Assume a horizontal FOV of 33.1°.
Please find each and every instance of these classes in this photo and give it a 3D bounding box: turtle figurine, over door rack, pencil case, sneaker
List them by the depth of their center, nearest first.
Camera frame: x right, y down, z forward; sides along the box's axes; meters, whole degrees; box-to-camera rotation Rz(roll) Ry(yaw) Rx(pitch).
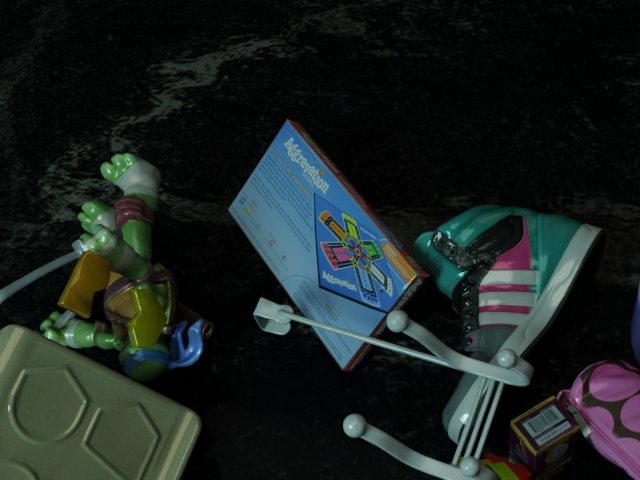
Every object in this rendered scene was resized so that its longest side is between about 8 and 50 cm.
[{"bbox_3d":[0.316,0.198,1.019,0.098,0.095,0.209,8,18,-28],"label":"pencil case"},{"bbox_3d":[0.013,0.184,1.034,0.324,0.108,0.240,9,64,34],"label":"over door rack"},{"bbox_3d":[0.165,0.069,1.159,0.178,0.124,0.295,24,60,26],"label":"sneaker"},{"bbox_3d":[-0.265,0.032,1.207,0.274,0.198,0.266,-7,46,-1],"label":"turtle figurine"}]

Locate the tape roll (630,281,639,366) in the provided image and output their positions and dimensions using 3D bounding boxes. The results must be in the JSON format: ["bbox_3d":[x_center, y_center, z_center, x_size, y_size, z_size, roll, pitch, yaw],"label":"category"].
[{"bbox_3d":[0.427,0.085,1.135,0.188,0.080,0.189,-4,51,6],"label":"tape roll"}]

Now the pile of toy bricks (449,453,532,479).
[{"bbox_3d":[0.202,0.299,1.003,0.105,0.118,0.212,-1,28,-28],"label":"pile of toy bricks"}]

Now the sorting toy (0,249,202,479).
[{"bbox_3d":[-0.238,0.181,1.074,0.229,0.041,0.307,30,70,-21],"label":"sorting toy"}]

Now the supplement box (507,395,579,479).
[{"bbox_3d":[0.221,0.201,1.072,0.055,0.083,0.043,-28,54,-13],"label":"supplement box"}]

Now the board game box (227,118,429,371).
[{"bbox_3d":[0.000,0.000,1.242,0.145,0.027,0.281,-55,51,23],"label":"board game box"}]
